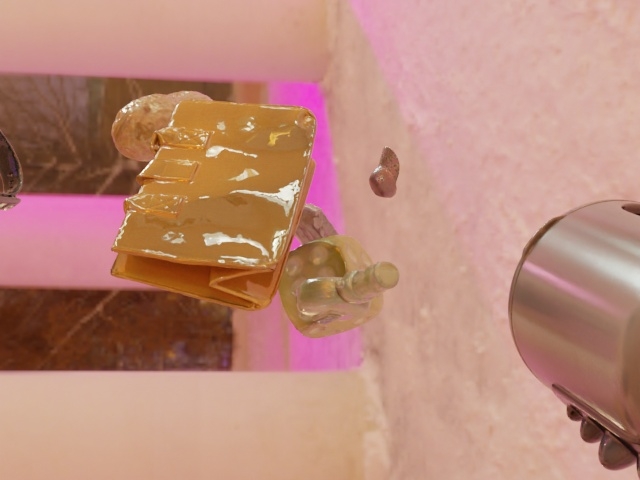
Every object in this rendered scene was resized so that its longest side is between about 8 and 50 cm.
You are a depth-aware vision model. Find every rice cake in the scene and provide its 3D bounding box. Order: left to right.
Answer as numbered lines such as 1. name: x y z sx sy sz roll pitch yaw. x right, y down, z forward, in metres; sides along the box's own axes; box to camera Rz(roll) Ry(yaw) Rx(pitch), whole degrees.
1. rice cake: -0.001 0.000 2.121 0.050 0.106 0.298 -62 -32 -16

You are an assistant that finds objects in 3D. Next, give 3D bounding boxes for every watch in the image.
1. watch: -0.624 -0.146 1.719 0.193 0.068 0.206 65 -160 7

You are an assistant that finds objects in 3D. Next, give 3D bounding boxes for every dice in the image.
1. dice: 0.020 0.096 1.983 0.169 0.166 0.169 20 -132 -62

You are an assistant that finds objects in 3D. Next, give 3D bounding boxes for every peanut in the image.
1. peanut: -0.320 -0.238 2.033 0.313 0.152 0.152 -25 -59 -63

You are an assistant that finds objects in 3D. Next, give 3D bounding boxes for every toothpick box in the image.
1. toothpick box: 0.301 0.093 0.825 0.316 0.229 0.229 -133 45 -76

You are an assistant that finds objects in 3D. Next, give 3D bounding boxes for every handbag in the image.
1. handbag: -0.169 -0.076 1.609 0.133 0.283 0.401 99 -176 -47

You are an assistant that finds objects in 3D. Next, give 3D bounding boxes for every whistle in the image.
1. whistle: 0.044 0.087 1.563 0.258 0.126 0.067 -30 55 57

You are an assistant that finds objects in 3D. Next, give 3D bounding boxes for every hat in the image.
1. hat: 0.102 -0.114 1.618 0.058 0.042 0.087 -158 62 -64
